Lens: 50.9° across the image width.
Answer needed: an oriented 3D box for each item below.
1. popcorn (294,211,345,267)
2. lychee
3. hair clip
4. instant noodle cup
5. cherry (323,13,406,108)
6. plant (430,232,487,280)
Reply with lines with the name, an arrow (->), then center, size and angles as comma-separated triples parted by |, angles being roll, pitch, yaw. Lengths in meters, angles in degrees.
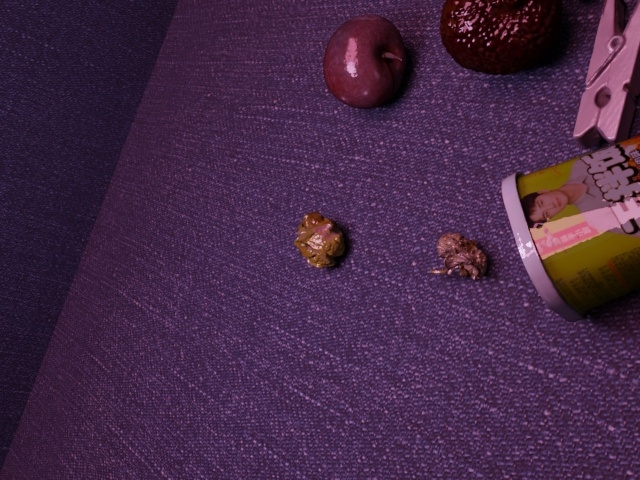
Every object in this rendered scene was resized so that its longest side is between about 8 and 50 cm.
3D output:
popcorn -> 0.000, 0.000, 1.753 | 0.125, 0.126, 0.145 | -14, 44, 14
lychee -> 0.390, -0.482, 1.454 | 0.260, 0.260, 0.261 | -20, 60, 39
hair clip -> 0.583, -0.338, 1.315 | 0.101, 0.085, 0.331 | 9, 81, 40
instant noodle cup -> 0.514, -0.040, 1.145 | 0.307, 0.294, 0.294 | -26, 56, 28
cherry -> 0.115, -0.467, 1.758 | 0.285, 0.212, 0.236 | 15, 76, 57
plant -> 0.288, 0.050, 1.443 | 0.122, 0.104, 0.117 | -48, 56, 29
